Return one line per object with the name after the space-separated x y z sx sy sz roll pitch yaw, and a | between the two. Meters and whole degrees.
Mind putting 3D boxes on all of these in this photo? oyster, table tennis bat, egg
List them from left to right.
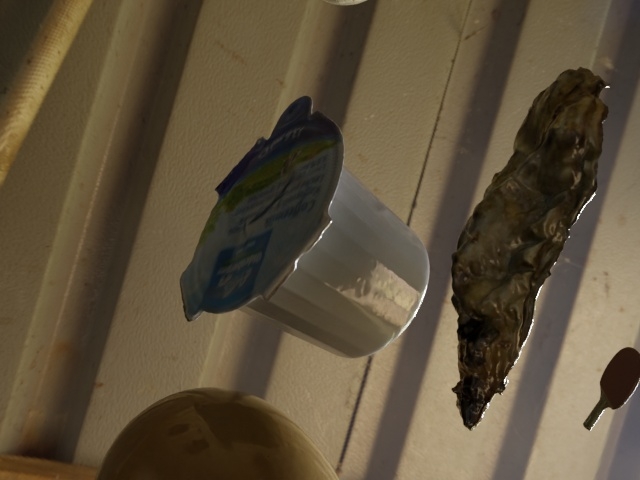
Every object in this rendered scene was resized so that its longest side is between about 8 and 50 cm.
-0.108 0.347 0.657 0.301 0.301 0.374 -27 -78 -13 | egg
0.177 0.001 0.537 0.078 0.128 0.345 21 -94 -15 | oyster
0.464 0.240 0.941 0.013 0.087 0.157 21 -69 -2 | table tennis bat

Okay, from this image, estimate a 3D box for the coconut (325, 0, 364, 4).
0.038 -0.447 0.859 0.224 0.224 0.225 0 -90 -15 | coconut

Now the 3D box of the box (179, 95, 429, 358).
0.000 0.000 0.705 0.206 0.262 0.291 37 -129 -31 | box
